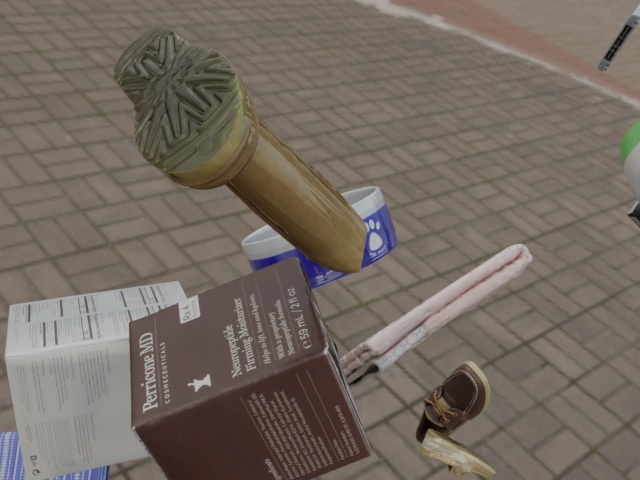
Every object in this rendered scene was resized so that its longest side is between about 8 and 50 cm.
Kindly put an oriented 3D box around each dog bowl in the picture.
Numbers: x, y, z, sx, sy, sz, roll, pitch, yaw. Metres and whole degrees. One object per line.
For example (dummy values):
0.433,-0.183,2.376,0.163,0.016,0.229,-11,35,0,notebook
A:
0.000,0.000,1.375,0.264,0.104,0.265,-22,9,4,dog bowl

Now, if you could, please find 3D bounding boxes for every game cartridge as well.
0.381,-0.257,0.980,0.017,0.083,0.056,37,45,13,game cartridge

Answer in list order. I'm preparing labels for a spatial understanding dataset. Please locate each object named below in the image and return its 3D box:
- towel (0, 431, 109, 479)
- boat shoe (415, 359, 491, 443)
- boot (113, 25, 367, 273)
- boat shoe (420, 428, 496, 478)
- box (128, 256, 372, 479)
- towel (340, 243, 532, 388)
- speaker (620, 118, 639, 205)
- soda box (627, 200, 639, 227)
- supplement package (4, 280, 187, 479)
-0.615,0.550,1.740,0.335,0.040,0.243,-6,68,22,towel
0.325,0.429,1.989,0.123,0.342,0.123,-25,66,-29,boat shoe
-0.039,-0.052,0.668,0.269,0.089,0.236,43,9,-39,boot
0.271,0.437,1.555,0.170,0.059,0.063,31,2,-11,boat shoe
-0.076,0.156,0.832,0.203,0.167,0.168,-22,36,-1,box
0.148,0.142,1.239,0.317,0.332,0.053,-30,81,-25,towel
0.402,0.004,0.738,0.131,0.131,0.297,-3,58,-27,speaker
0.460,0.000,0.956,0.169,0.060,0.053,41,-11,-16,soda box
-0.320,0.201,1.175,0.262,0.199,0.198,-8,19,-18,supplement package
